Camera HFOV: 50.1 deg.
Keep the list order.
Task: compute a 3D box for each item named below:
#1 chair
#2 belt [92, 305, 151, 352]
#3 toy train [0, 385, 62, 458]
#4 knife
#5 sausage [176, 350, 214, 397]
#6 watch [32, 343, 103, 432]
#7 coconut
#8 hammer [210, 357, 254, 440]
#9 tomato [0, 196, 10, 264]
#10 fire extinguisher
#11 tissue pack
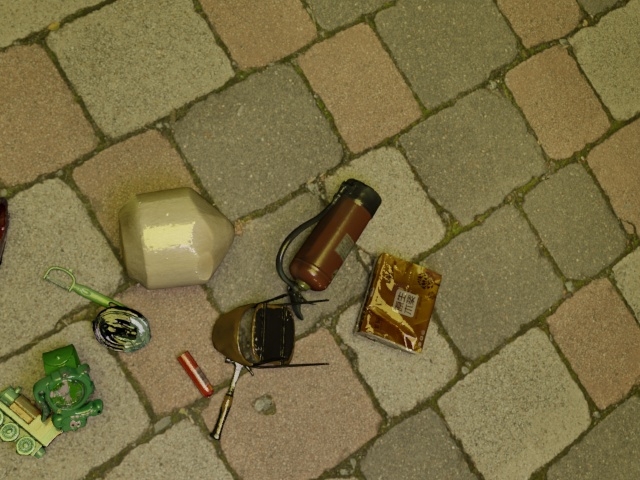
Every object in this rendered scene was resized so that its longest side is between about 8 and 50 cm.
[{"bbox_3d":[-0.120,0.223,1.646,0.172,0.247,0.158,15,68,-41],"label":"chair"},{"bbox_3d":[-0.467,0.210,1.611,0.140,0.058,0.105,18,88,-15],"label":"belt"},{"bbox_3d":[-0.665,0.403,1.530,0.176,0.074,0.118,42,63,0],"label":"toy train"},{"bbox_3d":[-0.553,0.117,1.634,0.212,0.015,0.054,29,73,-8],"label":"knife"},{"bbox_3d":[-0.298,0.328,1.656,0.034,0.034,0.129,-36,91,-18],"label":"sausage"},{"bbox_3d":[-0.572,0.325,1.531,0.131,0.152,0.165,-20,115,-18],"label":"watch"},{"bbox_3d":[-0.333,-0.008,1.600,0.266,0.237,0.237,-3,81,-15],"label":"coconut"},{"bbox_3d":[-0.221,0.388,1.672,0.078,0.021,0.200,19,77,-11],"label":"hammer"},{"bbox_3d":[-0.792,-0.002,1.511,0.155,0.180,0.213,9,75,-6],"label":"tomato"},{"bbox_3d":[-0.004,0.001,1.738,0.200,0.113,0.376,40,73,-25],"label":"fire extinguisher"},{"bbox_3d":[0.202,0.168,1.788,0.183,0.092,0.226,20,74,-10],"label":"tissue pack"}]
